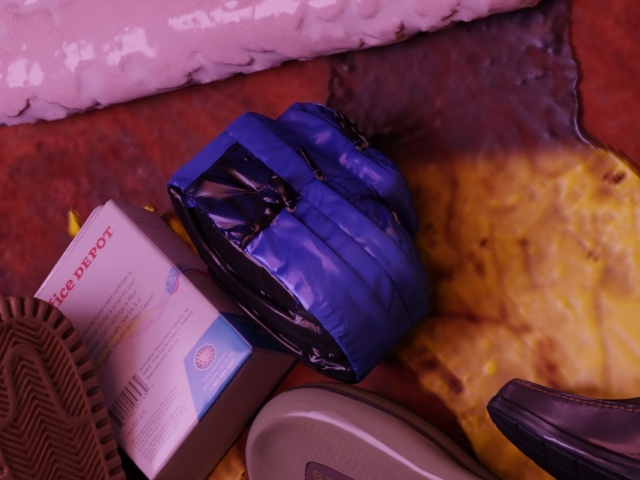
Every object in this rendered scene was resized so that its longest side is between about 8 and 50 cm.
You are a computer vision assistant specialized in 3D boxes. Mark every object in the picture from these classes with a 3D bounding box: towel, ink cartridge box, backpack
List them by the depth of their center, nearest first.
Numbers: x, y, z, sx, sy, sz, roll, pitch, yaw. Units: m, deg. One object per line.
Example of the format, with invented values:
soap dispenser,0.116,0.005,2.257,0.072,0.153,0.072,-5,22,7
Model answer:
backpack,0.000,0.000,0.868,0.101,0.098,0.120,-43,62,-4
ink cartridge box,-0.086,0.051,0.935,0.122,0.052,0.088,44,104,26
towel,-0.051,-0.240,0.958,0.331,0.053,0.317,-10,78,29

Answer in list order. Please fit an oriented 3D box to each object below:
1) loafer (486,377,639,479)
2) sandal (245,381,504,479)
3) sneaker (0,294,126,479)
loafer,0.155,0.092,0.797,0.170,0.062,0.061,22,71,26
sandal,0.073,0.159,0.790,0.302,0.086,0.120,21,120,34
sneaker,-0.163,0.165,0.938,0.153,0.099,0.282,-2,102,51
